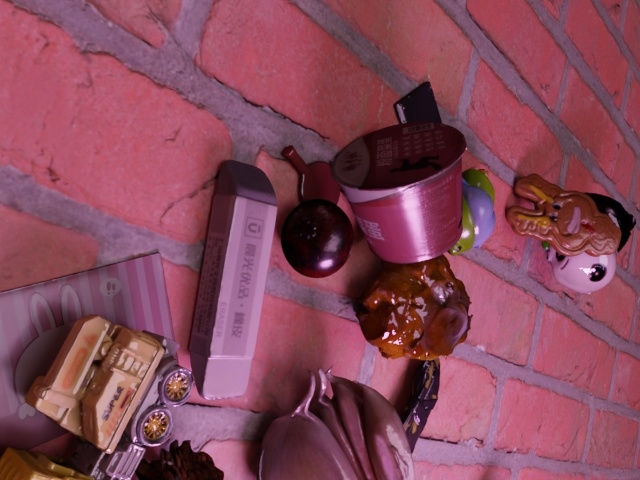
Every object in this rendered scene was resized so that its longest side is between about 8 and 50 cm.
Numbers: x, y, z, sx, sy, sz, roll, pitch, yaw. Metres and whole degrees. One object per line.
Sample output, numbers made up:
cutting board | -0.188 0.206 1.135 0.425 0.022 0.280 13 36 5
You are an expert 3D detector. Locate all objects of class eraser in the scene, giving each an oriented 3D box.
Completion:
eraser | -0.130 0.055 0.843 0.089 0.061 0.352 11 86 -43

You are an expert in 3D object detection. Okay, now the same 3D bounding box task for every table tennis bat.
table tennis bat | -0.013 -0.105 0.972 0.155 0.019 0.098 47 62 -38

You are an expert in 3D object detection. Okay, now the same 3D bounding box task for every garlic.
garlic | 0.027 0.356 0.906 0.210 0.237 0.292 -17 68 -51

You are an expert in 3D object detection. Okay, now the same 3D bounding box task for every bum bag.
bum bag | 0.200 0.345 1.177 0.232 0.060 0.107 -57 136 -22

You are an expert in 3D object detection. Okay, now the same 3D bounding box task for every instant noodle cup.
instant noodle cup | 0.152 -0.081 1.001 0.235 0.234 0.179 -42 129 -33

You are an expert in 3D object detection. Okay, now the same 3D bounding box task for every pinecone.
pinecone | -0.199 0.365 0.732 0.195 0.150 0.179 -64 148 -18

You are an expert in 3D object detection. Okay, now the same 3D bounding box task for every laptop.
laptop | 0.220 -0.230 1.187 0.129 0.016 0.180 -41 118 -35

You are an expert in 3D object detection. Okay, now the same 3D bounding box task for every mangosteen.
mangosteen | 0.000 0.000 0.931 0.140 0.140 0.140 -4 95 -43

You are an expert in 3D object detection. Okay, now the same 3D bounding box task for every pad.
pad | -0.319 0.144 0.706 0.299 0.005 0.202 -15 104 -42

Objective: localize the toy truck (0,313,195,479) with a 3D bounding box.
toy truck | -0.279 0.222 0.660 0.157 0.124 0.272 42 65 -38

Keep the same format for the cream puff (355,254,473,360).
cream puff | 0.190 0.130 1.086 0.269 0.154 0.241 46 67 -37

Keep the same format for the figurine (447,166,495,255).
figurine | 0.313 -0.071 1.212 0.263 0.143 0.162 -45 131 -52

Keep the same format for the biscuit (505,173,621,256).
biscuit | 0.627 -0.055 1.441 0.295 0.044 0.186 20 76 2

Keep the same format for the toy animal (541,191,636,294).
toy animal | 0.728 0.009 1.567 0.267 0.212 0.212 -55 126 -22
